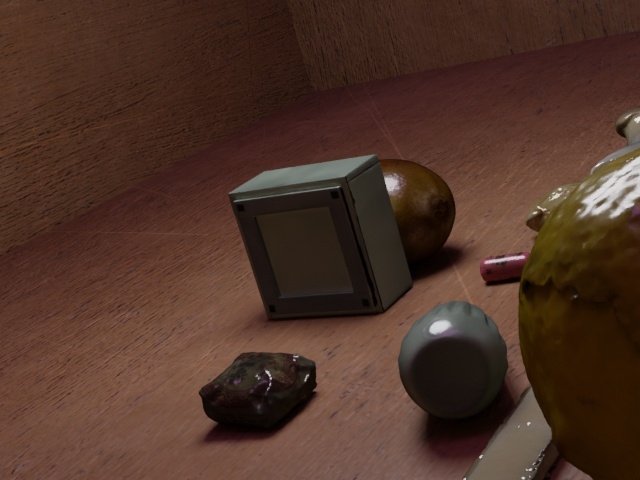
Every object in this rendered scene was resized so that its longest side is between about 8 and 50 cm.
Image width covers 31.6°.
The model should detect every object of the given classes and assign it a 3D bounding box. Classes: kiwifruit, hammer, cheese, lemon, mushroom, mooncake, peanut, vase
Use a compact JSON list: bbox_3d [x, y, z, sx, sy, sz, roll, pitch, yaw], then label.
[{"bbox_3d":[0.118,-0.044,1.907,0.234,0.196,0.196,-6,18,42],"label":"kiwifruit"},{"bbox_3d":[0.285,0.040,1.721,0.083,0.043,0.043,-10,16,24],"label":"hammer"},{"bbox_3d":[0.251,0.190,1.240,0.085,0.034,0.400,-11,15,34],"label":"cheese"},{"bbox_3d":[0.353,0.067,0.960,0.387,0.350,0.350,-30,18,-10],"label":"lemon"},{"bbox_3d":[0.545,-0.126,1.821,0.126,0.177,0.397,-58,-7,24],"label":"mushroom"},{"bbox_3d":[-0.082,0.194,1.488,0.125,0.073,0.130,-5,20,29],"label":"mooncake"},{"bbox_3d":[0.425,-0.062,1.872,0.187,0.082,0.082,-21,16,-14],"label":"peanut"},{"bbox_3d":[0.165,0.131,1.374,0.128,0.128,0.248,-13,7,11],"label":"vase"}]

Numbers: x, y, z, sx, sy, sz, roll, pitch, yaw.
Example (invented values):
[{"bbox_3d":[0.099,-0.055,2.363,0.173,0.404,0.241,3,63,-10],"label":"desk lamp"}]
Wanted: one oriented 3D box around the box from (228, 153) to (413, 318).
[{"bbox_3d":[0.000,0.000,1.799,0.225,0.225,0.117,-6,18,34],"label":"box"}]
